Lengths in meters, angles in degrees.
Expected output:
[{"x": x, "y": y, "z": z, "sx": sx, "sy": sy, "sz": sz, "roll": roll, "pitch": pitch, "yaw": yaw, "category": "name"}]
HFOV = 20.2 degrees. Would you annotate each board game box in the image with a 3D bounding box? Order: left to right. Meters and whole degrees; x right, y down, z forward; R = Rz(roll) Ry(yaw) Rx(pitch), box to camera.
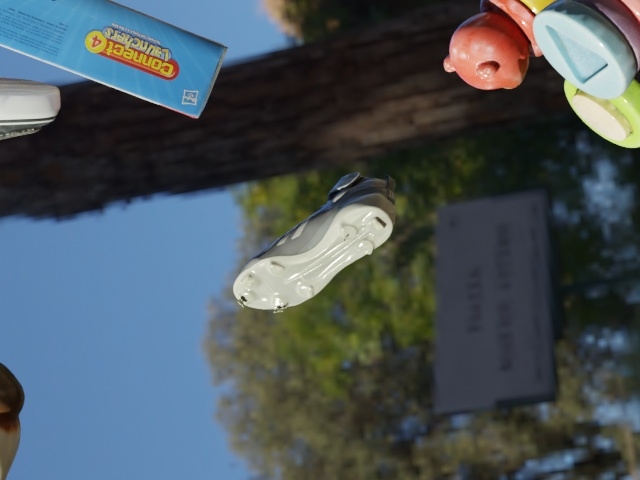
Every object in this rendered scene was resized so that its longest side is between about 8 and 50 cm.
[{"x": -0.293, "y": -0.239, "z": 1.983, "sx": 0.086, "sy": 0.308, "sz": 0.302, "roll": -69, "pitch": 20, "yaw": 3, "category": "board game box"}]

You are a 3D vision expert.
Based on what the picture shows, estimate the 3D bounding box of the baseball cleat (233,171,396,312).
[{"x": 0.000, "y": 0.000, "z": 1.866, "sx": 0.072, "sy": 0.206, "sz": 0.109, "roll": 49, "pitch": -150, "yaw": -25, "category": "baseball cleat"}]

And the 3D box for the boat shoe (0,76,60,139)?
[{"x": -0.468, "y": -0.119, "z": 2.091, "sx": 0.121, "sy": 0.335, "sz": 0.119, "roll": -131, "pitch": 35, "yaw": -71, "category": "boat shoe"}]

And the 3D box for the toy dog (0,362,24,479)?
[{"x": -0.552, "y": 0.202, "z": 2.088, "sx": 0.395, "sy": 0.408, "sz": 0.284, "roll": -50, "pitch": -16, "yaw": -72, "category": "toy dog"}]

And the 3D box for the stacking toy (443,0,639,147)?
[{"x": 0.304, "y": -0.181, "z": 2.099, "sx": 0.130, "sy": 0.309, "sz": 0.279, "roll": -47, "pitch": -69, "yaw": -16, "category": "stacking toy"}]
